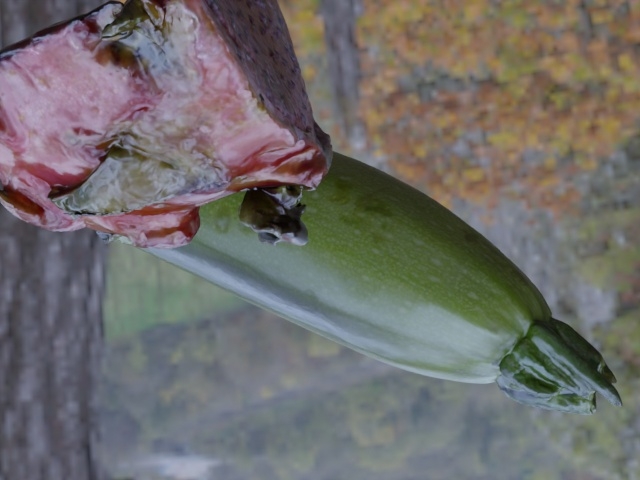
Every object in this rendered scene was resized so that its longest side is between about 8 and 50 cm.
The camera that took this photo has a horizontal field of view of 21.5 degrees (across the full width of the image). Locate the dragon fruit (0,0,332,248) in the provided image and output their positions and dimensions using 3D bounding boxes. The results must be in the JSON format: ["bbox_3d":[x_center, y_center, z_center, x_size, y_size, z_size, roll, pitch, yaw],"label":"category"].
[{"bbox_3d":[-0.052,-0.035,0.563,0.102,0.096,0.147,-17,-172,21],"label":"dragon fruit"}]

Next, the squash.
[{"bbox_3d":[0.000,0.000,0.827,0.341,0.094,0.094,24,179,32],"label":"squash"}]
